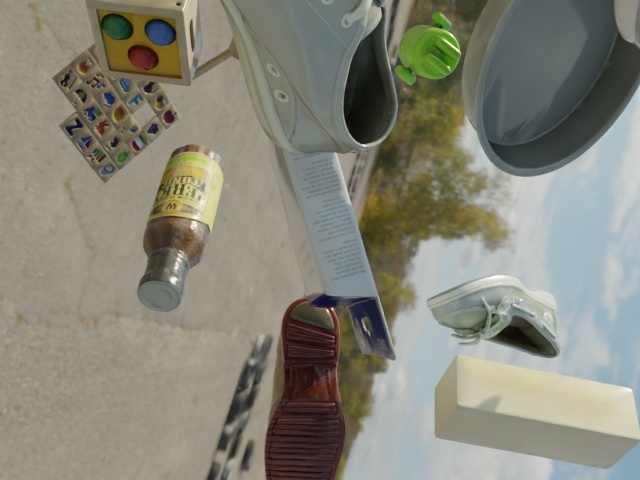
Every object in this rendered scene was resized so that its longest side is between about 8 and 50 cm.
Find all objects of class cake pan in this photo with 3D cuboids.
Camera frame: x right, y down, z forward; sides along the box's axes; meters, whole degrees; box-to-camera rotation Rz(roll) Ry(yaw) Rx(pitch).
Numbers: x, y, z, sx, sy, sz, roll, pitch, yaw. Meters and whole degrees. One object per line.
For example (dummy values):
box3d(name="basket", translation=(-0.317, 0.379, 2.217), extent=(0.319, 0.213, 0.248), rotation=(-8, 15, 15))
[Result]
box3d(name="cake pan", translation=(0.277, -0.215, 0.907), extent=(0.054, 0.293, 0.293), rotation=(43, -51, 43))

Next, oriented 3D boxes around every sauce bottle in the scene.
box3d(name="sauce bottle", translation=(-0.234, -0.027, 1.313), extent=(0.345, 0.111, 0.111), rotation=(-88, -171, -49))

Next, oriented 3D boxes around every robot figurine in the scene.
box3d(name="robot figurine", translation=(0.148, -0.259, 1.071), extent=(0.101, 0.067, 0.115), rotation=(-57, -157, 11))

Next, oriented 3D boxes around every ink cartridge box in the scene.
box3d(name="ink cartridge box", translation=(0.000, 0.000, 1.017), extent=(0.324, 0.071, 0.330), rotation=(115, -40, -82))

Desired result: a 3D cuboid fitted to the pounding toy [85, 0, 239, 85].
box3d(name="pounding toy", translation=(-0.197, -0.265, 1.074), extent=(0.181, 0.205, 0.094), rotation=(95, 3, -53))

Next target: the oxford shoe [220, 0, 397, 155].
box3d(name="oxford shoe", translation=(-0.019, -0.234, 0.636), extent=(0.169, 0.130, 0.449), rotation=(-63, 152, -28))

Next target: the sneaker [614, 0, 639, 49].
box3d(name="sneaker", translation=(0.240, -0.109, 0.242), extent=(0.105, 0.281, 0.115), rotation=(56, 25, -49))

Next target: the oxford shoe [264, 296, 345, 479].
box3d(name="oxford shoe", translation=(-0.026, 0.274, 1.270), extent=(0.130, 0.122, 0.349), rotation=(120, -21, -72))

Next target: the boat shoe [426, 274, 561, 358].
box3d(name="boat shoe", translation=(0.294, 0.129, 1.264), extent=(0.118, 0.320, 0.103), rotation=(-29, -119, 34))

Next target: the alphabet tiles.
box3d(name="alphabet tiles", translation=(-0.376, -0.243, 1.414), extent=(0.198, 0.009, 0.237), rotation=(-44, 142, -14))

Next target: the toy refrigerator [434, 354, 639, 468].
box3d(name="toy refrigerator", translation=(0.310, 0.248, 1.137), extent=(0.102, 0.269, 0.094), rotation=(107, -7, -49))
